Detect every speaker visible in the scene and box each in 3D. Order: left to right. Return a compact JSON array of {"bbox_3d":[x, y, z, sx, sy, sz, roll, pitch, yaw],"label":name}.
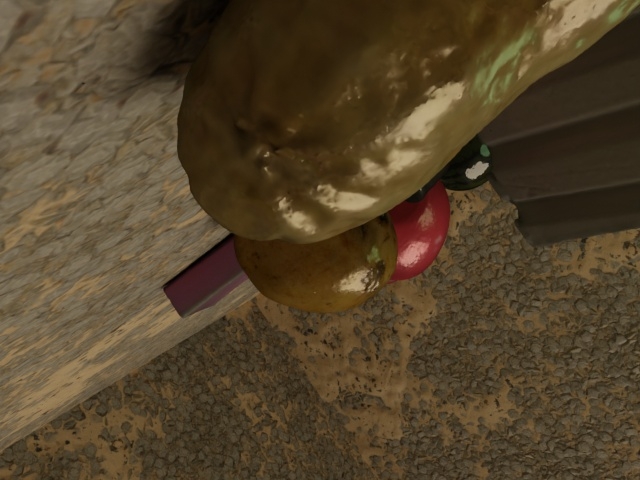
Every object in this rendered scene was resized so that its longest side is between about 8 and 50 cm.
[{"bbox_3d":[0.142,-0.047,1.470,0.294,0.294,0.294,-35,176,-3],"label":"speaker"}]

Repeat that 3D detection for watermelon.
[{"bbox_3d":[0.349,-0.228,1.610,0.212,0.212,0.212,-35,176,-3],"label":"watermelon"}]

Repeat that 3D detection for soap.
[{"bbox_3d":[-0.174,0.047,1.334,0.259,0.081,0.181,-35,176,16],"label":"soap"},{"bbox_3d":[0.418,-0.206,0.891,0.213,0.350,0.435,-34,-170,-28],"label":"soap"}]

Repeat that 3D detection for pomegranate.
[{"bbox_3d":[0.000,0.000,1.050,0.260,0.260,0.260,-35,176,-3],"label":"pomegranate"}]

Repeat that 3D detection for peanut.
[{"bbox_3d":[0.067,-0.147,0.415,0.387,0.169,0.192,-39,171,8],"label":"peanut"}]

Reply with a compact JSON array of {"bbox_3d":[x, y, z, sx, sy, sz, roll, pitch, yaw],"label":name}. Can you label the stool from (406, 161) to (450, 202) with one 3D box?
[{"bbox_3d":[0.116,-0.160,1.011,0.139,0.228,0.153,-47,133,-9],"label":"stool"}]
